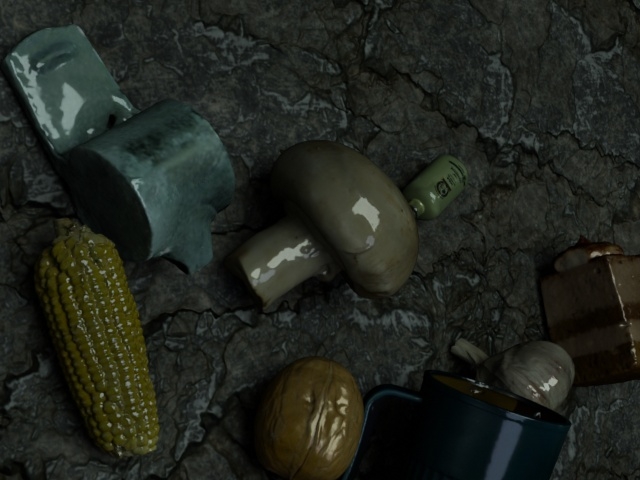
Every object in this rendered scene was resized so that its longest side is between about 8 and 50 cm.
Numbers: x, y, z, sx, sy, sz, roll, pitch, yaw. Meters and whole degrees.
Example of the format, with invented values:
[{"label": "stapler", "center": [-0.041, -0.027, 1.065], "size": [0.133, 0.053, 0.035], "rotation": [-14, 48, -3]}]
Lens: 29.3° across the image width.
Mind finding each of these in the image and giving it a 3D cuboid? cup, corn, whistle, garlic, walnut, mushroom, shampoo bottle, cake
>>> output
[{"label": "cup", "center": [0.210, 0.375, 1.931], "size": [0.308, 0.242, 0.292], "rotation": [15, 94, -32]}, {"label": "corn", "center": [-0.309, 0.135, 1.702], "size": [0.130, 0.130, 0.346], "rotation": [-17, 94, -41]}, {"label": "whistle", "center": [-0.295, -0.131, 1.782], "size": [0.405, 0.188, 0.168], "rotation": [42, 54, 18]}, {"label": "garlic", "center": [0.324, 0.241, 2.162], "size": [0.212, 0.218, 0.218], "rotation": [42, 50, 13]}, {"label": "walnut", "center": [-0.017, 0.276, 1.879], "size": [0.165, 0.165, 0.197], "rotation": [29, 53, -30]}, {"label": "mushroom", "center": [0.000, 0.000, 1.940], "size": [0.290, 0.292, 0.292], "rotation": [-40, 107, -5]}, {"label": "shampoo bottle", "center": [0.196, -0.085, 2.198], "size": [0.162, 0.079, 0.079], "rotation": [-42, 105, -38]}, {"label": "cake", "center": [0.553, 0.130, 2.364], "size": [0.199, 0.196, 0.293], "rotation": [0, 74, -41]}]
